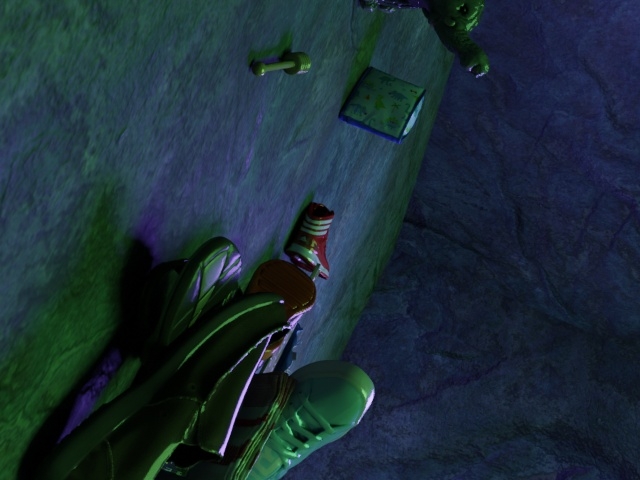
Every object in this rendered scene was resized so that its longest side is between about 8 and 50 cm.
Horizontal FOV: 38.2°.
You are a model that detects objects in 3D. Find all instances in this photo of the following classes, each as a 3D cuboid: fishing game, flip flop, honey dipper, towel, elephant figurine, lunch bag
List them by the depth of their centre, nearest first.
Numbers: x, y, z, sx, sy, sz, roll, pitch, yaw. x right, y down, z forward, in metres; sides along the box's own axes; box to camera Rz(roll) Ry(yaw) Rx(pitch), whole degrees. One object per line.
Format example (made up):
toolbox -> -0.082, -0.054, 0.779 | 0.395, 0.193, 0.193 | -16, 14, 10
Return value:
flip flop -> -0.172, 0.071, 1.074 | 0.112, 0.080, 0.277 | -40, 175, -31
honey dipper -> -0.050, -0.223, 1.175 | 0.030, 0.030, 0.161 | -69, 168, 18
towel -> -0.185, 0.345, 1.440 | 0.237, 0.037, 0.329 | -12, -138, 51
elephant figurine -> 0.197, -0.400, 1.488 | 0.169, 0.239, 0.186 | -48, 160, -63
lunch bag -> 0.119, -0.249, 1.781 | 0.151, 0.129, 0.096 | -57, 167, -49
fishing game -> -0.072, 0.258, 1.928 | 0.189, 0.041, 0.264 | 142, -29, -76

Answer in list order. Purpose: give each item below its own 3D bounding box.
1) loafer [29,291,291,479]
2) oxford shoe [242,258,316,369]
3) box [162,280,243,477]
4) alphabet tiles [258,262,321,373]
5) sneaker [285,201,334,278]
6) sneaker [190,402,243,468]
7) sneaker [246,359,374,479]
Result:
loafer -> -0.154, 0.198, 1.055 | 0.366, 0.130, 0.134 | -41, 175, -32
oxford shoe -> -0.084, 0.109, 1.314 | 0.098, 0.097, 0.271 | -53, 177, 27
box -> -0.181, 0.187, 1.291 | 0.216, 0.060, 0.270 | 82, 27, -72
alphabet tiles -> -0.081, 0.206, 1.711 | 0.342, 0.011, 0.285 | -60, 174, -54
sneaker -> 0.000, 0.000, 1.870 | 0.128, 0.087, 0.221 | -64, 172, -7
sneaker -> -0.189, 0.270, 1.412 | 0.152, 0.084, 0.058 | -49, -155, -4
sneaker -> -0.063, 0.324, 1.474 | 0.366, 0.135, 0.150 | -38, -164, 33
